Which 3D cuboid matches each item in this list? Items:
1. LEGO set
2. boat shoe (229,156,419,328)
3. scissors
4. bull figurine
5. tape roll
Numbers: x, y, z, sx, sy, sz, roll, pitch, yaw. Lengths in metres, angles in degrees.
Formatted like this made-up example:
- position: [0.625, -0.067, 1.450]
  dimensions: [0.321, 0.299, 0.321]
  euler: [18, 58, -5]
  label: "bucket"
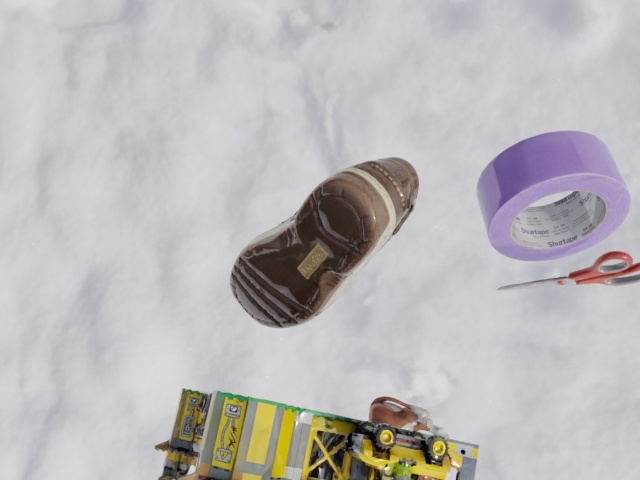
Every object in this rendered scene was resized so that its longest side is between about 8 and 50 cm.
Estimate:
- position: [-0.022, 0.234, 0.541]
  dimensions: [0.331, 0.255, 0.192]
  euler: [-22, 54, 64]
  label: "LEGO set"
- position: [0.005, 0.006, 0.625]
  dimensions: [0.095, 0.095, 0.257]
  euler: [53, 143, -1]
  label: "boat shoe"
- position: [0.490, 0.081, 1.319]
  dimensions: [0.297, 0.109, 0.021]
  euler: [-28, 44, 49]
  label: "scissors"
- position: [0.175, 0.480, 1.407]
  dimensions: [0.189, 0.101, 0.310]
  euler: [-10, 89, 38]
  label: "bull figurine"
- position: [0.315, -0.056, 0.933]
  dimensions: [0.189, 0.189, 0.080]
  euler: [-27, 48, 25]
  label: "tape roll"
